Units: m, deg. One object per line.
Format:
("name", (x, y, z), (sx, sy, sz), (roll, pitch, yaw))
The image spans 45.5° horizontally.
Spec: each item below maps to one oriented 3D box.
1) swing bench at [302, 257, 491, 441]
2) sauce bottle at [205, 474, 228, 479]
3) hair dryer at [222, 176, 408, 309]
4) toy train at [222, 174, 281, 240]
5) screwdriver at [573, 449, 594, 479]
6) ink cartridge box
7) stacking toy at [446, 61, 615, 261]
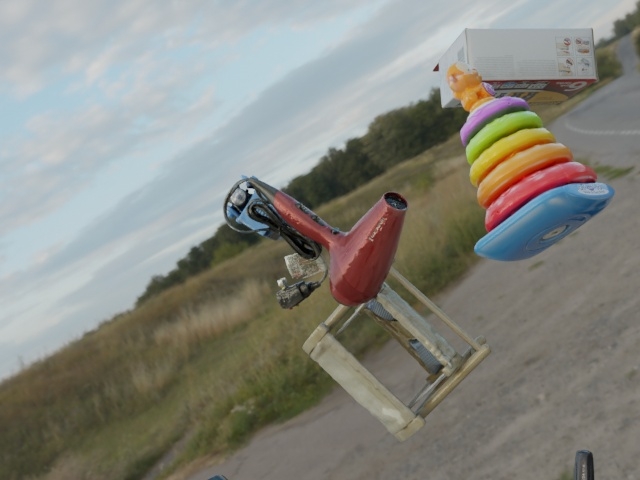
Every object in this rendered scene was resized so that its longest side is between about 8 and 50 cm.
("swing bench", (0.132, 0.199, 1.401), (0.255, 0.253, 0.165), (-49, -8, 5))
("sauce bottle", (-0.070, 0.485, 1.127), (0.111, 0.344, 0.112), (-31, -41, -31))
("hair dryer", (0.000, 0.000, 1.073), (0.293, 0.224, 0.080), (-15, 26, 34))
("toy train", (-0.089, -0.046, 1.257), (0.080, 0.105, 0.184), (-56, -15, 2))
("screwdriver", (0.310, 0.332, 0.891), (0.025, 0.170, 0.024), (0, -8, -5))
("ink cartridge box", (0.453, -0.399, 1.829), (0.309, 0.130, 0.272), (-3, -6, -8))
("stacking toy", (0.261, -0.137, 1.080), (0.175, 0.302, 0.166), (-4, -29, -41))
